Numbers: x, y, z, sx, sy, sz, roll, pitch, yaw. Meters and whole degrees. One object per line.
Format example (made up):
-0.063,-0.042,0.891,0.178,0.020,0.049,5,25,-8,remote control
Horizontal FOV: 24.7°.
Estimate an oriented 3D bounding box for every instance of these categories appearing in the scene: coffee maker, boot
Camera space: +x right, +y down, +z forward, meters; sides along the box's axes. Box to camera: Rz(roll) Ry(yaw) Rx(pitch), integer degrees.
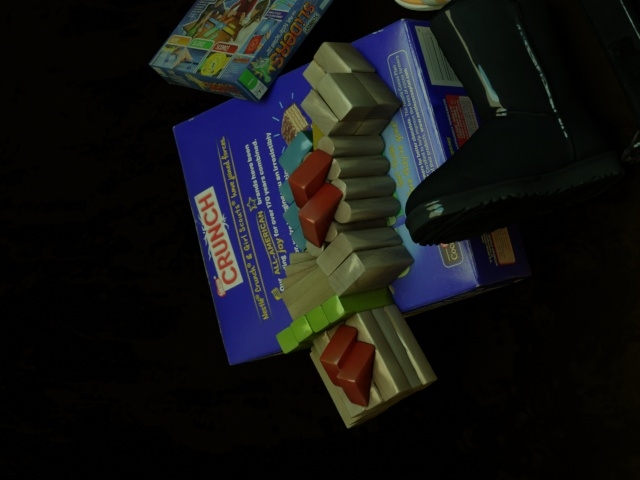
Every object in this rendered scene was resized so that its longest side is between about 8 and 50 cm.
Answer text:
0.285,-0.184,1.273,0.171,0.120,0.178,-35,70,33,coffee maker
0.142,-0.117,1.317,0.207,0.246,0.094,65,148,14,boot

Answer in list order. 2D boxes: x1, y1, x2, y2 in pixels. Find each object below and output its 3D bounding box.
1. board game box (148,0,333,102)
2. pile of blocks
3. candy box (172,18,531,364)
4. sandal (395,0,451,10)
-0.087,-0.217,1.527,0.136,0.035,0.201,-54,33,-10,board game box
0.000,0.000,1.350,0.149,0.112,0.362,-7,90,36,pile of blocks
0.023,-0.043,1.475,0.317,0.122,0.268,-19,81,35,candy box
0.160,-0.287,1.391,0.265,0.076,0.102,-6,88,37,sandal
